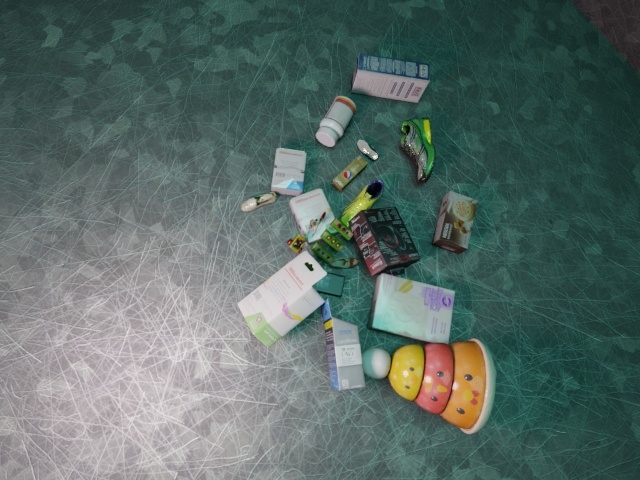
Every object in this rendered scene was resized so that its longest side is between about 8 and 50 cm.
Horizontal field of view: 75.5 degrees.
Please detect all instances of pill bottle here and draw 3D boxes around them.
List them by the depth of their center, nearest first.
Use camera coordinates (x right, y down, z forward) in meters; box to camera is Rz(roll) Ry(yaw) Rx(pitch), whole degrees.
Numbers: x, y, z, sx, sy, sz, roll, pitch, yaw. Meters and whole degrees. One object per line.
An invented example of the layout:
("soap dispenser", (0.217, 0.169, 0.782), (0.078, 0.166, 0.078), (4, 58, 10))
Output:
("pill bottle", (0.072, -0.559, 1.947), (0.121, 0.121, 0.221), (28, 74, 1))

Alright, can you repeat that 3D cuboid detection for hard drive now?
("hard drive", (0.034, 0.185, 1.788), (0.135, 0.022, 0.094), (13, 73, -3))

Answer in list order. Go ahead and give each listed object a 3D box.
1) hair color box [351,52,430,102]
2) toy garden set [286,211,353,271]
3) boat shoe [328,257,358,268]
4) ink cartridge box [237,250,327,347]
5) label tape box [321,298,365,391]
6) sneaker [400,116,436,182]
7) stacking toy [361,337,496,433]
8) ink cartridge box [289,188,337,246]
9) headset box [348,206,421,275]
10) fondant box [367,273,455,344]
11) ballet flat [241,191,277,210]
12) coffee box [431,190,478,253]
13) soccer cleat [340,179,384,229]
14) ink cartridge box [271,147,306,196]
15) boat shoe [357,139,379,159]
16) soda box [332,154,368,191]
("hair color box", (0.336, -0.787, 2.014), (0.348, 0.174, 0.105), (7, 73, -5))
("toy garden set", (0.000, 0.000, 1.733), (0.204, 0.049, 0.244), (41, 86, -19))
("boat shoe", (0.103, 0.097, 1.811), (0.137, 0.043, 0.049), (-3, 73, -9))
("ink cartridge box", (-0.129, 0.223, 1.630), (0.353, 0.119, 0.207), (-39, 39, -5))
("label tape box", (0.083, 0.403, 1.620), (0.106, 0.240, 0.333), (-5, 75, -8))
("sneaker", (0.456, -0.425, 1.967), (0.146, 0.134, 0.343), (-3, 66, -1))
("stacking toy", (0.382, 0.518, 1.587), (0.480, 0.350, 0.350), (10, 74, 2))
("ink cartridge box", (-0.028, -0.102, 1.824), (0.154, 0.093, 0.212), (-21, 81, -12))
("headset box", (0.278, 0.012, 1.764), (0.218, 0.110, 0.293), (-9, 68, -37))
("fondant box", (0.387, 0.295, 1.764), (0.331, 0.096, 0.238), (14, 73, -4))
("ballet flat", (-0.275, -0.179, 1.836), (0.168, 0.052, 0.057), (-22, 79, -12))
("coffee box", (0.613, -0.082, 1.892), (0.141, 0.098, 0.246), (19, 73, -1))
("soccer cleat", (0.183, -0.162, 1.850), (0.093, 0.121, 0.289), (39, 74, 4))
("ink cartridge box", (-0.142, -0.308, 1.872), (0.140, 0.082, 0.190), (7, 73, -5))
("boat shoe", (0.230, -0.434, 1.975), (0.125, 0.038, 0.046), (41, 116, 11))
("soda box", (0.137, -0.309, 1.917), (0.058, 0.061, 0.181), (45, 74, 6))
